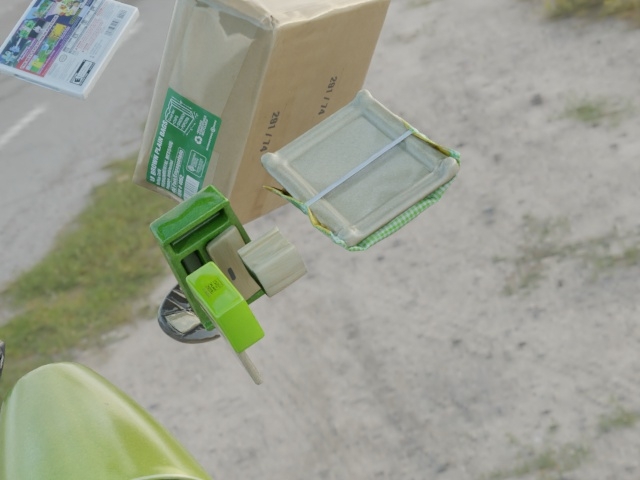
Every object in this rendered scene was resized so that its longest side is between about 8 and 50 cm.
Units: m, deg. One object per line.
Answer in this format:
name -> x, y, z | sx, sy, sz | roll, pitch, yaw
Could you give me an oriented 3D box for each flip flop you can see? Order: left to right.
flip flop -> -0.180, 0.092, 2.028 | 0.080, 0.112, 0.277 | -44, 6, 31

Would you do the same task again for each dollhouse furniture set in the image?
dollhouse furniture set -> 0.000, 0.000, 1.367 | 0.301, 0.151, 0.197 | -34, 43, -10

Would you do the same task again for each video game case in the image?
video game case -> -0.435, -0.344, 2.157 | 0.183, 0.023, 0.201 | 19, 63, 14

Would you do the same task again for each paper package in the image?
paper package -> -0.081, -0.214, 1.754 | 0.168, 0.325, 0.309 | 32, 33, 22

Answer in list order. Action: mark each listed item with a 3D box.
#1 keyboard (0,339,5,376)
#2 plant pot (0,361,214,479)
keyboard -> -0.673, 0.134, 2.165 | 0.033, 0.317, 0.201 | -30, 48, 29
plant pot -> -0.288, 0.292, 1.554 | 0.275, 0.275, 0.293 | -24, 44, -16
